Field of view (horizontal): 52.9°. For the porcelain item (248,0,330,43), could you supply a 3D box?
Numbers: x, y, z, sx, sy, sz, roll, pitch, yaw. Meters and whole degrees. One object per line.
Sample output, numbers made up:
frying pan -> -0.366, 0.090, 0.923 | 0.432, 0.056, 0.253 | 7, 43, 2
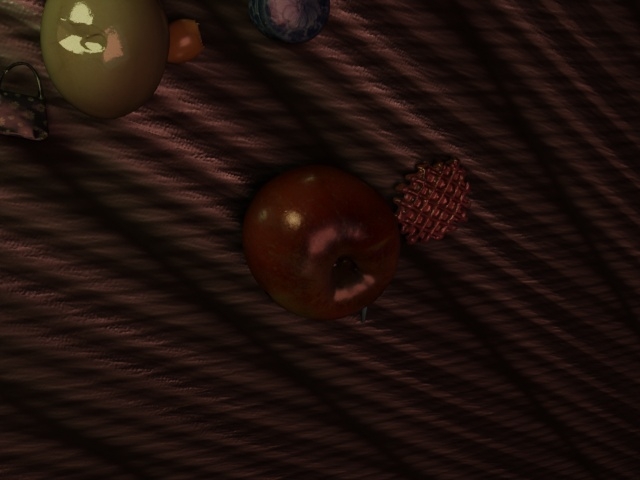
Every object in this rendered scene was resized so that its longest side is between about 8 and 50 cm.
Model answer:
porcelain item -> -0.062, -0.472, 1.292 | 0.147, 0.114, 0.147 | -9, 114, -22

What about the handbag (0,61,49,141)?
handbag -> -0.555, -0.258, 1.186 | 0.115, 0.072, 0.139 | 10, 94, -26

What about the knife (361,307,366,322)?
knife -> 0.118, 0.182, 1.721 | 0.014, 0.005, 0.091 | -4, 114, -25

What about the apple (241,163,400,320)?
apple -> 0.000, 0.000, 1.429 | 0.349, 0.277, 0.348 | -11, 119, -21

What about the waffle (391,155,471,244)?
waffle -> 0.287, -0.097, 1.653 | 0.234, 0.055, 0.221 | -21, 118, -15

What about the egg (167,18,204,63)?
egg -> -0.275, -0.386, 1.249 | 0.096, 0.080, 0.080 | -19, 118, -8

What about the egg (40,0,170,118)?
egg -> -0.377, -0.350, 1.134 | 0.219, 0.219, 0.269 | -5, 111, -24
